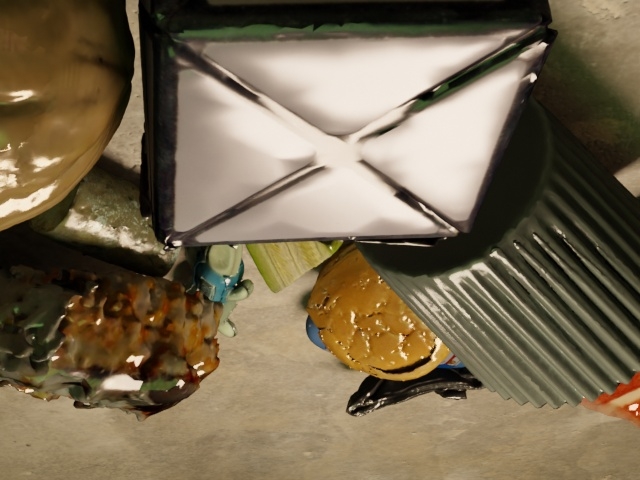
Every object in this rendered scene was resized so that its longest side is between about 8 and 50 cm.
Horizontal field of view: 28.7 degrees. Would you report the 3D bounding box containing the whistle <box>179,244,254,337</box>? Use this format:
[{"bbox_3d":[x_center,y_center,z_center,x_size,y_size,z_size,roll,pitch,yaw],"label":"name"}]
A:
[{"bbox_3d":[-0.137,0.048,1.672,0.114,0.077,0.236,39,147,10],"label":"whistle"}]

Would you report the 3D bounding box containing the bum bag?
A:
[{"bbox_3d":[0.157,0.213,1.969,0.248,0.123,0.060,-14,115,17],"label":"bum bag"}]

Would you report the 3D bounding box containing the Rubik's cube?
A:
[{"bbox_3d":[-0.001,-0.192,1.057,0.307,0.305,0.310,-2,148,-10],"label":"Rubik's cube"}]

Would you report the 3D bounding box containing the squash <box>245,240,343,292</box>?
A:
[{"bbox_3d":[0.000,0.000,1.553,0.203,0.111,0.289,30,160,31],"label":"squash"}]

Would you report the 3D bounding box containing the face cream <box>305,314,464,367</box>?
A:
[{"bbox_3d":[0.106,0.131,1.842,0.264,0.083,0.149,7,144,-18],"label":"face cream"}]

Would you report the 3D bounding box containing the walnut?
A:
[{"bbox_3d":[-0.330,-0.175,1.014,0.381,0.381,0.381,-3,150,-2],"label":"walnut"}]

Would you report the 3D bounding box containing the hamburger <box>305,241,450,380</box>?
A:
[{"bbox_3d":[0.094,0.090,1.688,0.214,0.108,0.214,9,124,14],"label":"hamburger"}]

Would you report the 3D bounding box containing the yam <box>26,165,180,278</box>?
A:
[{"bbox_3d":[-0.248,-0.024,1.503,0.107,0.107,0.194,-26,144,33],"label":"yam"}]

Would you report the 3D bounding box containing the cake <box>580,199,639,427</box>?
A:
[{"bbox_3d":[0.465,0.090,1.673,0.237,0.230,0.309,19,143,-38],"label":"cake"}]

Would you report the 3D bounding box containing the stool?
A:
[{"bbox_3d":[0.220,0.001,1.440,0.297,0.297,0.330,-20,143,25],"label":"stool"}]

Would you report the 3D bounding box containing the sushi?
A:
[{"bbox_3d":[-0.336,0.110,1.567,0.417,0.176,0.417,12,170,2],"label":"sushi"}]
